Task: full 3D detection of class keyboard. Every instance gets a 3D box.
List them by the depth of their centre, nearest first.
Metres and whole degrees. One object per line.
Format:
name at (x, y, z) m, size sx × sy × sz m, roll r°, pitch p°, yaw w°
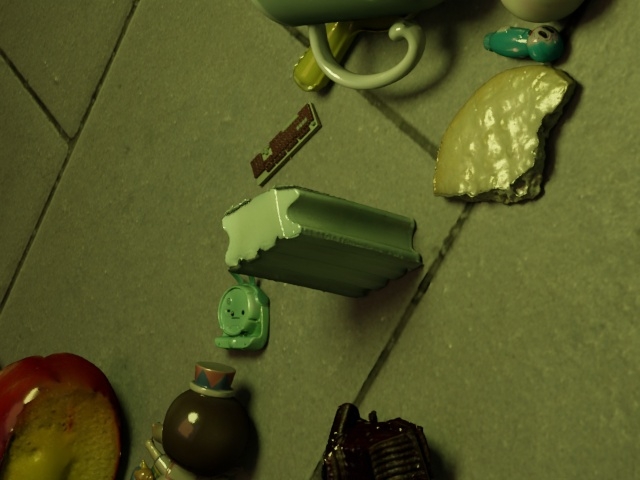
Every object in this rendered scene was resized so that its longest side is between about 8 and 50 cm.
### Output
keyboard at (-0.060, -0.156, 2.046) m, size 0.166 × 0.017 × 0.055 m, roll -43°, pitch 53°, yaw 34°

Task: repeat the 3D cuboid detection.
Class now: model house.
model house at (0.091, 0.337, 1.725) m, size 0.164 × 0.141 × 0.203 m, roll -3°, pitch 101°, yaw 26°

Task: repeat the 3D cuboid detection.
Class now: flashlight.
flashlight at (0.272, -0.264, 1.681) m, size 0.129 × 0.051 × 0.051 m, roll 10°, pitch 90°, yaw 53°

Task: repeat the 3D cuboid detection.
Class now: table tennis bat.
table tennis bat at (0.075, -0.381, 1.923) m, size 0.368 × 0.054 × 0.224 m, roll -54°, pitch 50°, yaw 20°

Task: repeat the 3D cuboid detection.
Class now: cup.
cup at (0.064, -0.391, 1.763) m, size 0.274 × 0.259 × 0.356 m, roll 2°, pitch 108°, yaw 39°

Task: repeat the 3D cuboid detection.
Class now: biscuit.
biscuit at (0.245, -0.133, 1.689) m, size 0.265 × 0.040 × 0.188 m, roll -45°, pitch 50°, yaw 32°

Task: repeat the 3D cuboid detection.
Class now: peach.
peach at (-0.487, 0.377, 2.225) m, size 0.281 × 0.281 × 0.338 m, roll -30°, pitch 57°, yaw 40°

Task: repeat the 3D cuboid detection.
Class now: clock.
clock at (-0.129, 0.114, 2.050) m, size 0.101 × 0.041 × 0.135 m, roll -7°, pitch 77°, yaw 47°

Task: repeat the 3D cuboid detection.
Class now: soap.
soap at (0.000, 0.000, 1.768) m, size 0.150 × 0.261 × 0.094 m, roll -31°, pitch 57°, yaw 40°

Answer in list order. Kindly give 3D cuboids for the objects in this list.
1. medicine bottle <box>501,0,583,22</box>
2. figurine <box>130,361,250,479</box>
medicine bottle at (0.272, -0.448, 1.654) m, size 0.130 × 0.130 × 0.341 m, roll -29°, pitch 61°, yaw 41°
figurine at (-0.199, 0.326, 2.011) m, size 0.275 × 0.161 × 0.158 m, roll -58°, pitch 10°, yaw 19°
